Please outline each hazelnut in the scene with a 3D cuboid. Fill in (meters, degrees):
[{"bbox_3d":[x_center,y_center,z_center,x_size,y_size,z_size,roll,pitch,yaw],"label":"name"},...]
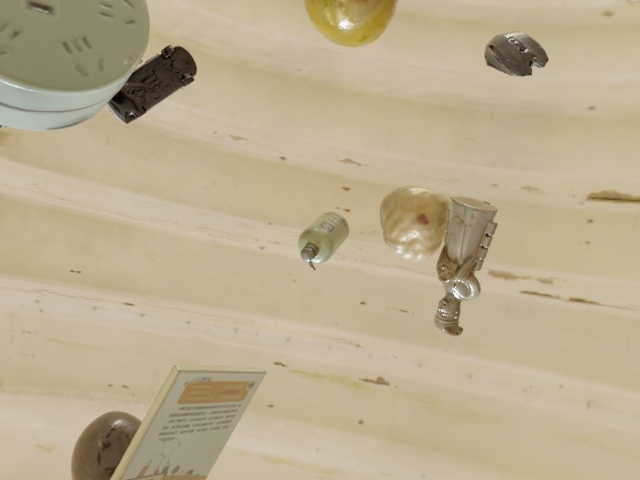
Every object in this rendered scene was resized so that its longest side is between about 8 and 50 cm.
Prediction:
[{"bbox_3d":[0.313,-0.072,1.679,0.241,0.261,0.261,-12,-79,-7],"label":"hazelnut"}]

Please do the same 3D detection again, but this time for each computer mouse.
[{"bbox_3d":[0.339,-0.332,0.913,0.079,0.135,0.047,-31,-43,3],"label":"computer mouse"}]

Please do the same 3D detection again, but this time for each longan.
[{"bbox_3d":[-0.487,0.520,1.233,0.196,0.196,0.220,7,-123,-38],"label":"longan"}]

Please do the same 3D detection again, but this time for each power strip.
[{"bbox_3d":[-0.443,-0.352,0.811,0.357,0.161,0.357,13,-111,-39],"label":"power strip"}]

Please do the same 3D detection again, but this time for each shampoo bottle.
[{"bbox_3d":[0.000,0.000,1.074,0.162,0.079,0.079,-45,-58,-59],"label":"shampoo bottle"}]

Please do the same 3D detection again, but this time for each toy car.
[{"bbox_3d":[-0.367,-0.336,1.125,0.209,0.108,0.089,-40,-69,-11],"label":"toy car"}]

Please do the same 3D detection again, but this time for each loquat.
[{"bbox_3d":[0.075,-0.558,1.175,0.244,0.244,0.244,-2,-86,-38],"label":"loquat"}]

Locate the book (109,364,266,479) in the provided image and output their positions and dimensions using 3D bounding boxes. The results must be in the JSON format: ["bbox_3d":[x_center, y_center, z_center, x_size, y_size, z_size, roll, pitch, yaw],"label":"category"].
[{"bbox_3d":[-0.216,0.323,0.802,0.208,0.020,0.295,25,-85,-57],"label":"book"}]

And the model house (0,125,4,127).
[{"bbox_3d":[-0.671,-0.349,1.035,0.173,0.239,0.268,-63,-18,-65],"label":"model house"}]

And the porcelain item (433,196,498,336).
[{"bbox_3d":[0.206,0.045,0.781,0.054,0.084,0.213,-3,-68,-29],"label":"porcelain item"}]
